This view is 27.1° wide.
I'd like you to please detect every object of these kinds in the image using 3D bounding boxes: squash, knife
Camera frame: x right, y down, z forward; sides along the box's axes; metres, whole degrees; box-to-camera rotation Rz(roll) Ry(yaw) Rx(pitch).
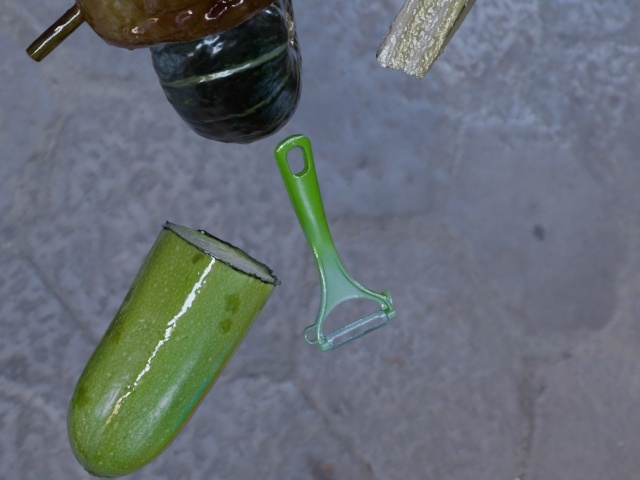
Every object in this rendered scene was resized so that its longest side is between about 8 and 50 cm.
[{"bbox_3d":[-0.112,0.085,0.918,0.095,0.095,0.188,28,94,-23],"label":"squash"},{"bbox_3d":[-0.111,-0.238,1.560,0.165,0.252,0.252,-9,68,6],"label":"squash"},{"bbox_3d":[-0.001,0.000,1.004,0.078,0.022,0.166,-26,104,-23],"label":"knife"}]

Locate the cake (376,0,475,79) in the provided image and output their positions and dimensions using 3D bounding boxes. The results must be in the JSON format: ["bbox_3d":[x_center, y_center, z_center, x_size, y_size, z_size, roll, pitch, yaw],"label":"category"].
[{"bbox_3d":[0.095,-0.187,1.079,0.052,0.121,0.065,31,15,5],"label":"cake"}]

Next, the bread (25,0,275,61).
[{"bbox_3d":[-0.033,-0.208,0.735,0.124,0.344,0.084,59,9,34],"label":"bread"}]
